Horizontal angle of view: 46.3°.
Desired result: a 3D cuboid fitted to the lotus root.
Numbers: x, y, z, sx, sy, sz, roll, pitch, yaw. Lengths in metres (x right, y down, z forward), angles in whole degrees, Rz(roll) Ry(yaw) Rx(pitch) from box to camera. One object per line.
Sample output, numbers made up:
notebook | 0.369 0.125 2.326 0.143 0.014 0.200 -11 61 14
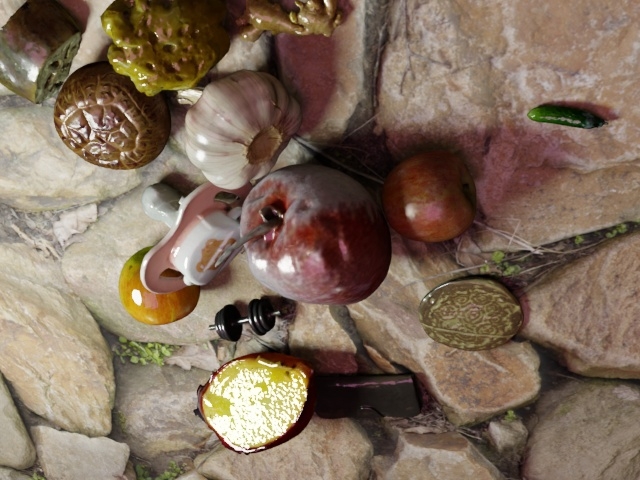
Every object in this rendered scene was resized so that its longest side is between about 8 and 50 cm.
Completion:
lotus root | -0.585 -0.376 1.520 0.119 0.138 0.235 39 133 -6

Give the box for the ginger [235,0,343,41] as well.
ginger | -0.054 -0.421 1.395 0.176 0.052 0.193 30 128 -4

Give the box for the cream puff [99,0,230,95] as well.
cream puff | -0.290 -0.389 1.384 0.244 0.196 0.244 0 91 -14

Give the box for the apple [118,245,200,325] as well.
apple | -0.392 0.106 1.817 0.196 0.196 0.196 7 129 8

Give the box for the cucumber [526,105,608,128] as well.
cucumber | 0.475 -0.236 1.430 0.155 0.037 0.037 9 130 6

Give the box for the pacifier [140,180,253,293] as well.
pacifier | -0.284 -0.024 1.664 0.273 0.220 0.332 34 103 -11

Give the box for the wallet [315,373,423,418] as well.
wallet | 0.119 0.428 2.048 0.310 0.042 0.165 -5 125 17

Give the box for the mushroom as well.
mushroom | -0.434 -0.253 1.565 0.253 0.153 0.253 1 134 1

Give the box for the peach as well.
peach | -0.136 0.414 2.002 0.362 0.201 0.257 -33 76 18

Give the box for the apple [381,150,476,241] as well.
apple | 0.219 -0.086 1.513 0.174 0.188 0.188 -16 123 31

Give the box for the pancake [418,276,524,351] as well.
pancake | 0.360 0.177 1.792 0.250 0.031 0.250 7 130 8

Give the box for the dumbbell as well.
dumbbell | -0.193 0.203 1.902 0.209 0.099 0.099 -14 124 22

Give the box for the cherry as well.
cherry | -0.009 -0.006 1.569 0.326 0.335 0.291 33 93 20

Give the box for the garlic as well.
garlic | -0.192 -0.246 1.498 0.253 0.245 0.245 37 136 26
